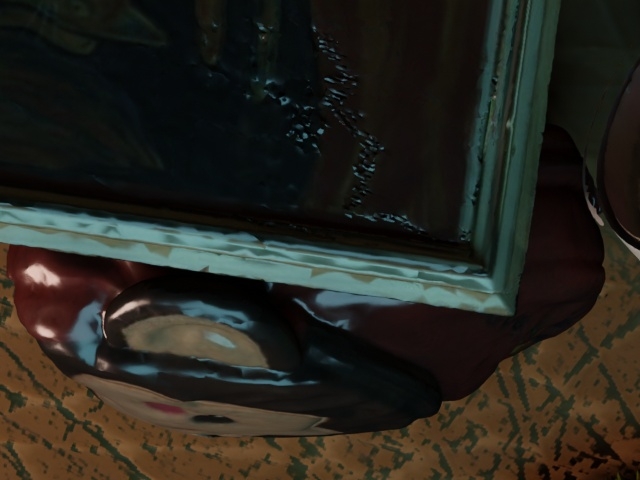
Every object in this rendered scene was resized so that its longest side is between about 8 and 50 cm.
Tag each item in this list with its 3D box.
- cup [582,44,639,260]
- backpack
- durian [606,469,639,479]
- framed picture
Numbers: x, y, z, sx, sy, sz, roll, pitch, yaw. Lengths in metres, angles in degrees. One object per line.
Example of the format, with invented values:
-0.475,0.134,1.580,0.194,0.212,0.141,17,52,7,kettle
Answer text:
0.249,0.013,0.551,0.274,0.253,0.253,40,129,-23,cup
0.000,0.002,0.622,0.229,0.139,0.229,-4,168,-1,backpack
0.152,0.210,0.828,0.146,0.159,0.198,21,137,-16,durian
-0.057,-0.101,0.505,0.273,0.216,0.016,7,176,-2,framed picture
